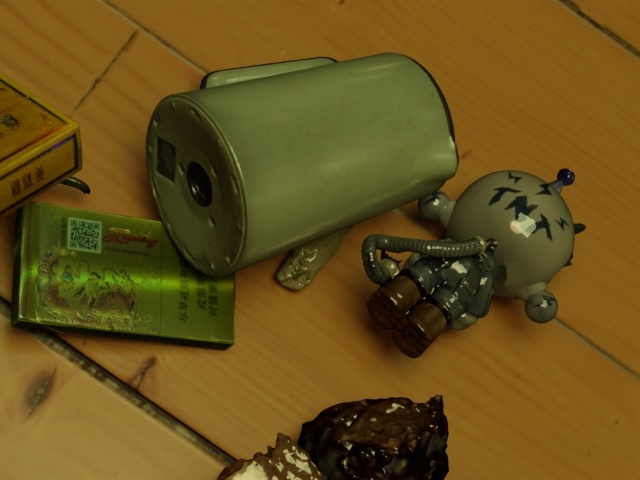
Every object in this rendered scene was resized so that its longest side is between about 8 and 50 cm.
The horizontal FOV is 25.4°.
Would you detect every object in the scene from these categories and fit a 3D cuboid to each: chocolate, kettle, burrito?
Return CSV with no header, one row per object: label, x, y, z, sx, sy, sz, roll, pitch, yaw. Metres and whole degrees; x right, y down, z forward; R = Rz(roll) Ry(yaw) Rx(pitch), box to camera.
chocolate,0.093,0.272,1.902,0.206,0.177,0.224,29,36,-8
kettle,-0.051,-0.144,2.016,0.377,0.250,0.361,-18,37,-32
burrito,0.001,0.000,2.091,0.058,0.045,0.188,40,61,-8

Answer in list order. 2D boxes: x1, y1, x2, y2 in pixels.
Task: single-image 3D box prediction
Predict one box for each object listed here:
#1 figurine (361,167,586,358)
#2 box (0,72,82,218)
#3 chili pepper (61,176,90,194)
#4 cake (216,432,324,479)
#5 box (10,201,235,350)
figurine,0.233,0.032,2.083,0.382,0.186,0.261,-37,90,-31
box,-0.486,-0.147,1.881,0.301,0.084,0.193,33,51,28
chili pepper,-0.504,-0.047,1.930,0.368,0.092,0.137,-28,102,-19
cake,-0.099,0.432,1.775,0.290,0.256,0.282,-36,83,-30
box,-0.267,0.050,1.959,0.311,0.043,0.173,8,67,-25
